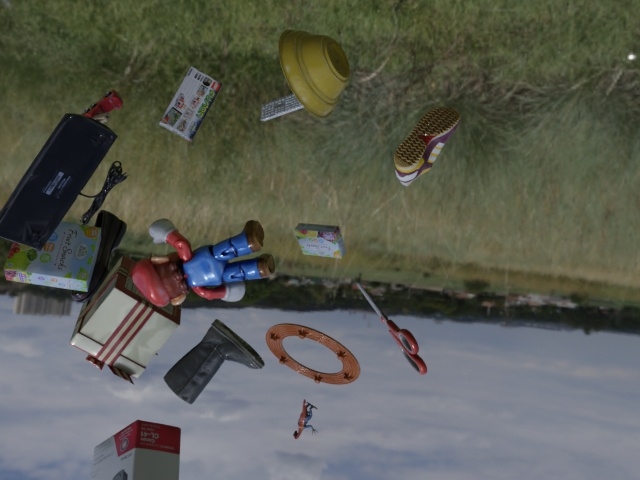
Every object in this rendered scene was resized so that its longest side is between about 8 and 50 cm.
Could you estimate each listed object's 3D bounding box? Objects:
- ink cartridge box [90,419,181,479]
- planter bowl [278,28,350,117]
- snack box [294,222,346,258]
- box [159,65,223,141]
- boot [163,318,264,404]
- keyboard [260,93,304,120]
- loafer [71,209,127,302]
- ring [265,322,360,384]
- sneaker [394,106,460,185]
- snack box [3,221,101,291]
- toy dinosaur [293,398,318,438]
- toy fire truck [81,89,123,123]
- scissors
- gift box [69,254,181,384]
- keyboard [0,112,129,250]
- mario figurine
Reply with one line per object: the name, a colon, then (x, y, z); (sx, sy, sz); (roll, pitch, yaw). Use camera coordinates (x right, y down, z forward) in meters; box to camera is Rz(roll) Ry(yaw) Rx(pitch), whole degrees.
ink cartridge box: (-0.441, 0.607, 1.464); (0.131, 0.306, 0.226); (28, 131, -35)
planter bowl: (0.005, -0.397, 1.430); (0.090, 0.217, 0.217); (-19, 162, 31)
snack box: (0.000, 0.000, 1.898); (0.141, 0.037, 0.100); (5, 132, 32)
box: (-0.403, -0.425, 1.958); (0.114, 0.207, 0.036); (29, 170, -12)
boot: (-0.268, 0.327, 1.575); (0.190, 0.208, 0.076); (37, 175, 18)
keyboard: (-0.069, -0.430, 1.919); (0.256, 0.072, 0.014); (-15, 147, 20)
loafer: (-0.691, 0.042, 1.899); (0.109, 0.302, 0.095); (-8, 140, 31)
ring: (-0.031, 0.385, 2.061); (0.337, 0.032, 0.336); (18, 143, 14)
sneaker: (0.214, -0.192, 1.271); (0.069, 0.185, 0.084); (38, 162, 26)
snack box: (-0.712, 0.034, 1.682); (0.207, 0.174, 0.070); (10, 146, -13)
toy dinosaur: (-0.043, 0.400, 1.394); (0.047, 0.082, 0.090); (17, 157, 49)
toy fire truck: (-0.704, -0.391, 1.989); (0.047, 0.192, 0.135); (53, 176, -40)
scissors: (0.154, 0.196, 1.417); (0.021, 0.109, 0.297); (-29, -151, -11)
gift box: (-0.561, 0.249, 1.859); (0.276, 0.258, 0.255); (38, -168, -18)
keyboard: (-0.546, -0.114, 1.360); (0.033, 0.317, 0.201); (42, -173, 40)
mario figurine: (-0.271, 0.044, 1.416); (0.321, 0.198, 0.170); (-13, 165, 8)
